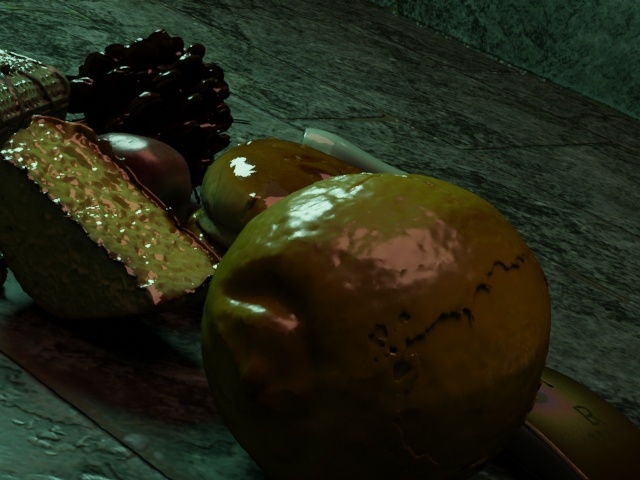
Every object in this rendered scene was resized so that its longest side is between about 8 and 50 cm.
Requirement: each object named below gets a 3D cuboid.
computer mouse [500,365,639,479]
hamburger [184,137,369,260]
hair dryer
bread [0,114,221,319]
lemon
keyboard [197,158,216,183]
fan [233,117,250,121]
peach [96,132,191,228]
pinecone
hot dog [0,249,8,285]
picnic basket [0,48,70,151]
[{"bbox_3d":[0.214,0.174,1.352,0.158,0.071,0.310,2,24,-46],"label":"computer mouse"},{"bbox_3d":[0.000,0.000,1.496,0.290,0.170,0.314,23,16,-7],"label":"hamburger"},{"bbox_3d":[0.059,-0.063,1.923,0.206,0.075,0.237,22,25,-11],"label":"hair dryer"},{"bbox_3d":[-0.221,0.006,1.314,0.260,0.134,0.129,40,34,15],"label":"bread"},{"bbox_3d":[0.046,0.080,1.130,0.297,0.297,0.297,17,18,-6],"label":"lemon"},{"bbox_3d":[-0.154,-0.096,1.857,0.087,0.017,0.250,0,26,-47],"label":"keyboard"},{"bbox_3d":[-0.180,-0.194,2.131,0.175,0.005,0.113,0,25,-40],"label":"fan"},{"bbox_3d":[-0.222,-0.042,1.457,0.152,0.152,0.152,17,18,-6],"label":"peach"},{"bbox_3d":[-0.202,-0.143,1.665,0.222,0.221,0.221,17,18,-6],"label":"pinecone"},{"bbox_3d":[-0.359,0.013,1.308,0.133,0.041,0.056,11,20,-21],"label":"hot dog"},{"bbox_3d":[-0.382,-0.130,1.522,0.134,0.154,0.196,21,18,8],"label":"picnic basket"}]
